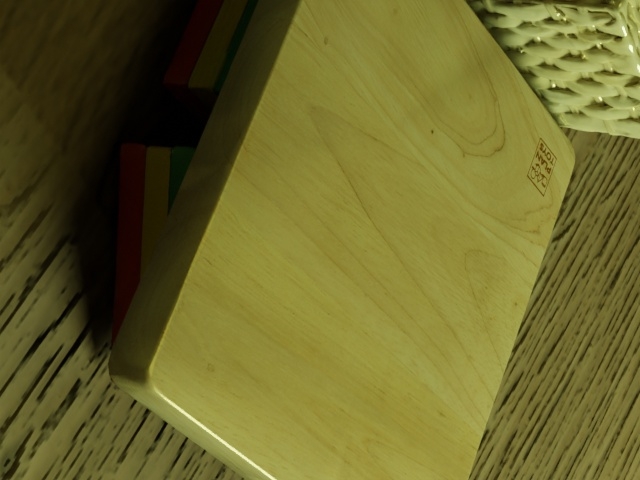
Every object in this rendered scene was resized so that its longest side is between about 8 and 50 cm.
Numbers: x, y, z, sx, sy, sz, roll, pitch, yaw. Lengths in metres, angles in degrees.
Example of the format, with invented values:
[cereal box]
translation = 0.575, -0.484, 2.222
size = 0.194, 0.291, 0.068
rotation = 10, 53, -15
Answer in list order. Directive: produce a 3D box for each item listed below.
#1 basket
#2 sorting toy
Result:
[basket]
translation = 0.130, -0.127, 0.980
size = 0.103, 0.167, 0.113
rotation = -56, 136, -25
[sorting toy]
translation = 0.000, 0.000, 0.878
size = 0.257, 0.089, 0.255
rotation = 45, 60, -48
